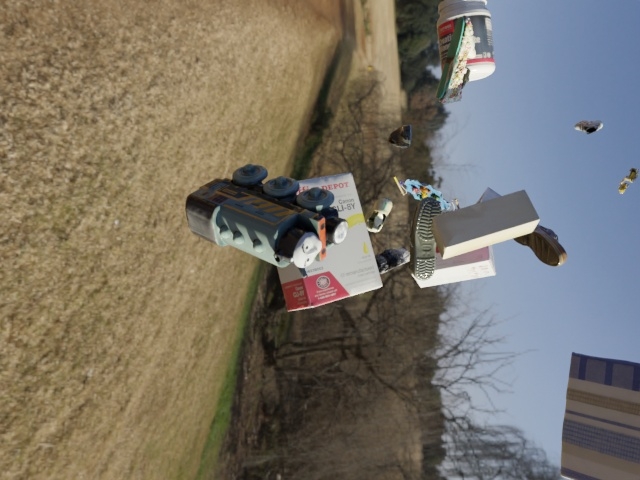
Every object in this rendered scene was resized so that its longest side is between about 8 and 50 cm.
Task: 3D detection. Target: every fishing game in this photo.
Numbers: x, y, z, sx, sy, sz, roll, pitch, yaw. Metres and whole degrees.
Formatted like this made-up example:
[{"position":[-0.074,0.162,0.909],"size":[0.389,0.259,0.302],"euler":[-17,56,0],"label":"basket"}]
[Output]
[{"position":[0.381,-0.157,1.905],"size":[0.041,0.264,0.189],"euler":[-58,151,-10],"label":"fishing game"}]

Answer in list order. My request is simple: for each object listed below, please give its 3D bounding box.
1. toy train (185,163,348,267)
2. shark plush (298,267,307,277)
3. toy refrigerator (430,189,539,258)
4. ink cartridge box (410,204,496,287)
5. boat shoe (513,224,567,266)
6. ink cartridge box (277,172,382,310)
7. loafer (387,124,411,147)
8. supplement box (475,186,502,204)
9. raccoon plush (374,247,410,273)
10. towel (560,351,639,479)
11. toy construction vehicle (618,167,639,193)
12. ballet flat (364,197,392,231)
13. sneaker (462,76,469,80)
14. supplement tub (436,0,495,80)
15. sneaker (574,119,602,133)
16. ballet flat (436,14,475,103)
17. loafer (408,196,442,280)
[{"position":[-0.113,-0.044,1.065],"size":[0.190,0.333,0.142],"euler":[-38,139,-40],"label":"toy train"},{"position":[-0.083,0.027,1.331],"size":[0.067,0.073,0.161],"euler":[-15,80,-46],"label":"shark plush"},{"position":[0.456,-0.043,1.481],"size":[0.094,0.269,0.102],"euler":[77,-4,-65],"label":"toy refrigerator"},{"position":[0.533,0.023,2.154],"size":[0.130,0.309,0.272],"euler":[48,38,-47],"label":"ink cartridge box"},{"position":[0.856,-0.003,2.016],"size":[0.307,0.104,0.111],"euler":[-116,-162,-61],"label":"boat shoe"},{"position":[0.000,0.000,1.668],"size":[0.160,0.279,0.385],"euler":[-22,-98,59],"label":"ink cartridge box"},{"position":[0.246,-0.320,1.638],"size":[0.170,0.061,0.062],"euler":[79,14,-85],"label":"loafer"},{"position":[0.596,-0.091,1.875],"size":[0.111,0.113,0.220],"euler":[-59,172,29],"label":"supplement box"},{"position":[0.094,0.022,2.013],"size":[0.216,0.446,0.299],"euler":[-26,-94,54],"label":"raccoon plush"},{"position":[0.635,0.399,1.138],"size":[0.034,0.209,0.285],"euler":[17,79,-44],"label":"towel"},{"position":[1.073,-0.214,1.847],"size":[0.098,0.035,0.086],"euler":[-60,165,14],"label":"toy construction vehicle"},{"position":[0.220,-0.082,2.103],"size":[0.248,0.086,0.086],"euler":[108,-16,-62],"label":"ballet flat"},{"position":[0.517,-0.570,1.888],"size":[0.083,0.035,0.031],"euler":[-31,101,-64],"label":"sneaker"},{"position":[0.525,-0.728,1.915],"size":[0.191,0.191,0.273],"euler":[-42,125,-81],"label":"supplement tub"},{"position":[0.955,-0.404,1.901],"size":[0.069,0.098,0.038],"euler":[-39,114,-30],"label":"sneaker"},{"position":[0.395,-0.507,1.501],"size":[0.091,0.077,0.241],"euler":[-110,-151,-61],"label":"ballet flat"},{"position":[0.302,-0.008,1.596],"size":[0.087,0.094,0.251],"euler":[-167,-94,-70],"label":"loafer"}]
